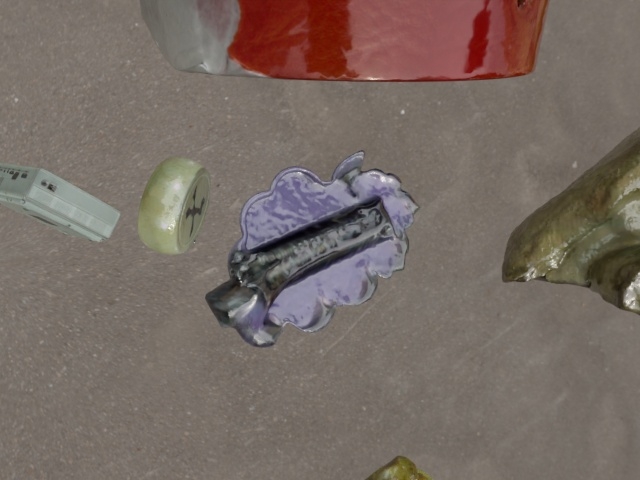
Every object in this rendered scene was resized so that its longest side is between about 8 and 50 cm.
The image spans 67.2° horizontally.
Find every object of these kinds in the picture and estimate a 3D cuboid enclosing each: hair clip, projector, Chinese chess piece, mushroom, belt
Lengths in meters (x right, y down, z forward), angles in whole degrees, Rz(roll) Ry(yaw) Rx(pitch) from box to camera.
[{"bbox_3d":[0.001,0.000,0.372,0.195,0.052,0.124,-30,102,-25],"label":"hair clip"},{"bbox_3d":[-0.396,-0.053,0.713,0.147,0.115,0.061,44,62,-57],"label":"projector"},{"bbox_3d":[-0.332,-0.080,1.118,0.092,0.238,0.238,15,77,0],"label":"Chinese chess piece"},{"bbox_3d":[0.335,-0.032,0.564,0.292,0.217,0.212,-31,116,-47],"label":"mushroom"},{"bbox_3d":[0.029,-0.193,0.376,0.324,0.227,0.115,-8,116,-18],"label":"belt"}]

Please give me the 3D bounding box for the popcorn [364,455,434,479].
[{"bbox_3d":[0.154,0.593,1.038,0.251,0.206,0.237,32,60,-18],"label":"popcorn"}]
